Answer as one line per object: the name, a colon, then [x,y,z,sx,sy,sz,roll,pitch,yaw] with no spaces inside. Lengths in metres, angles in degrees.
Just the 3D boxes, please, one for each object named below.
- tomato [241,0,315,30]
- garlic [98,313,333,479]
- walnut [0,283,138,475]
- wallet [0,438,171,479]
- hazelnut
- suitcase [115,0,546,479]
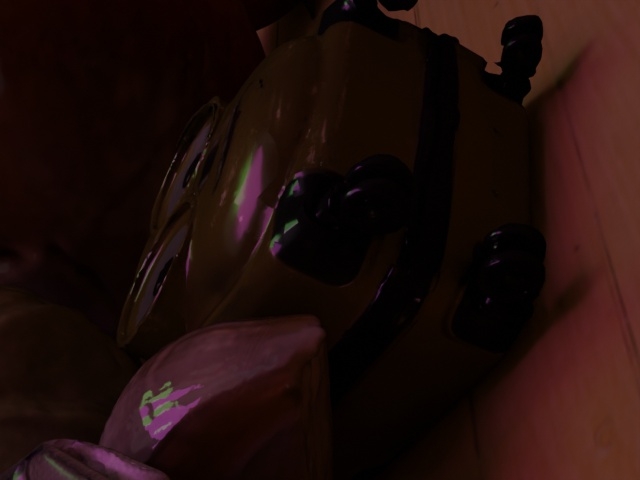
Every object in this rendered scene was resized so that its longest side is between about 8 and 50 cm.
tomato: [-0.102,-0.301,1.276,0.224,0.256,0.256,5,69,56]
garlic: [-0.046,0.115,0.634,0.087,0.101,0.196,-68,-19,-60]
walnut: [-0.209,0.171,0.886,0.253,0.282,0.277,-29,-25,-21]
wallet: [-0.104,0.239,0.603,0.335,0.068,0.275,-37,73,41]
hazelnut: [-0.183,-0.076,1.088,0.315,0.372,0.372,-21,20,-3]
suitcase: [0.000,0.000,0.715,0.235,0.143,0.194,-50,22,41]
